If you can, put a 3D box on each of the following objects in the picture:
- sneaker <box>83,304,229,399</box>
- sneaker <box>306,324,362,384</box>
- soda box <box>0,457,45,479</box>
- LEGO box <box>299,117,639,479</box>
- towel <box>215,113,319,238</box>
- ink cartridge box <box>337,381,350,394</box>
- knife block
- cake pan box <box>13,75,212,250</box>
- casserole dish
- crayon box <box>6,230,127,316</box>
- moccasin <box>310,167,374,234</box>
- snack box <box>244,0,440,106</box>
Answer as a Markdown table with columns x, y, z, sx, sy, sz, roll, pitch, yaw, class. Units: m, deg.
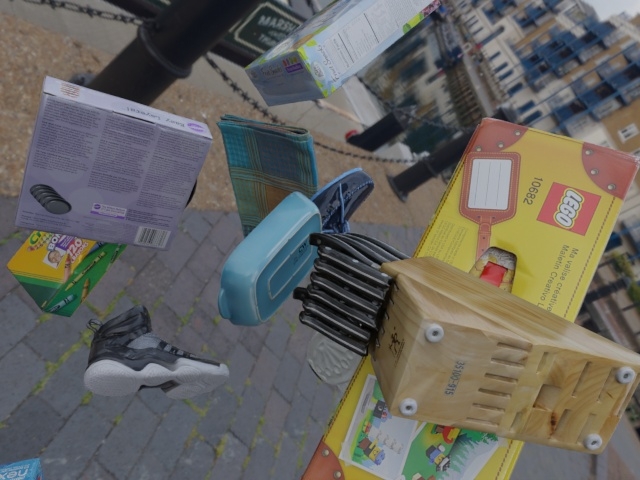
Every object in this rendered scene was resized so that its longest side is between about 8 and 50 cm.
| x | y | z | sx | sy | sz | roll | pitch | yaw | class |
| --- | --- | --- | --- | --- | --- | --- | --- | --- | --- |
| -0.295 | 0.201 | 0.949 | 0.268 | 0.101 | 0.153 | 15 | 40 | -40 | sneaker |
| 0.124 | 0.172 | 1.118 | 0.236 | 0.323 | 0.130 | -25 | 67 | -43 | sneaker |
| -0.647 | 0.481 | 0.978 | 0.071 | 0.209 | 0.067 | -133 | -139 | -66 | soda box |
| 0.218 | 0.156 | 0.718 | 0.193 | 0.500 | 0.372 | 23 | -13 | 26 | LEGO box |
| -0.117 | -0.121 | 1.296 | 0.040 | 0.271 | 0.370 | -46 | 142 | -42 | towel |
| 0.203 | 0.314 | 1.304 | 0.091 | 0.385 | 0.308 | 0 | 29 | -37 | ink cartridge box |
| 0.115 | 0.071 | 0.498 | 0.275 | 0.088 | 0.242 | 13 | 17 | -9 | knife block |
| -0.334 | -0.109 | 0.850 | 0.266 | 0.246 | 0.070 | 10 | 35 | -30 | cake pan box |
| -0.048 | 0.024 | 0.606 | 0.188 | 0.036 | 0.114 | -50 | 150 | -39 | casserole dish |
| -0.517 | 0.001 | 1.105 | 0.165 | 0.278 | 0.081 | 36 | -3 | 27 | crayon box |
| 0.000 | 0.000 | 1.099 | 0.117 | 0.342 | 0.137 | 46 | 7 | 26 | moccasin |
| 0.022 | -0.264 | 0.674 | 0.070 | 0.207 | 0.174 | 54 | -17 | -26 | snack box |
